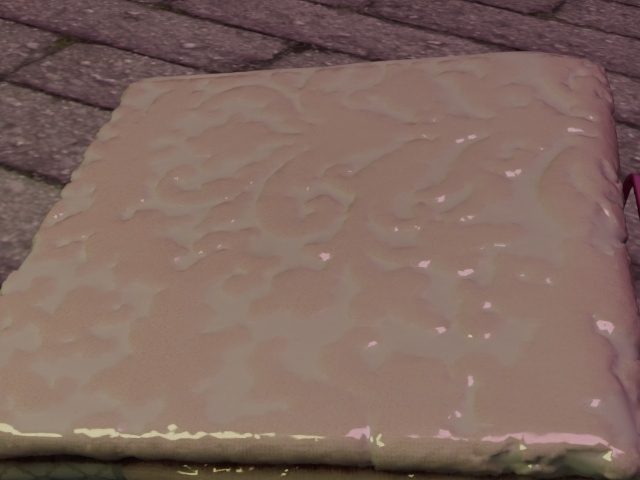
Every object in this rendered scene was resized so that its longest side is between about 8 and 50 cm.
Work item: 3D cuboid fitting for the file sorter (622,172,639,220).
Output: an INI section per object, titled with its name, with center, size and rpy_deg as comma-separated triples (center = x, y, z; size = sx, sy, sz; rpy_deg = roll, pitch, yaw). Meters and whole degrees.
[file sorter]
center = 0.130, 0.052, 0.669
size = 0.291, 0.182, 0.202
rpy_deg = 10, 32, 6

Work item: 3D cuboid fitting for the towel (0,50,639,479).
[towel]
center = 0.000, 0.000, 0.520
size = 0.317, 0.053, 0.332
rpy_deg = -2, 38, 13
